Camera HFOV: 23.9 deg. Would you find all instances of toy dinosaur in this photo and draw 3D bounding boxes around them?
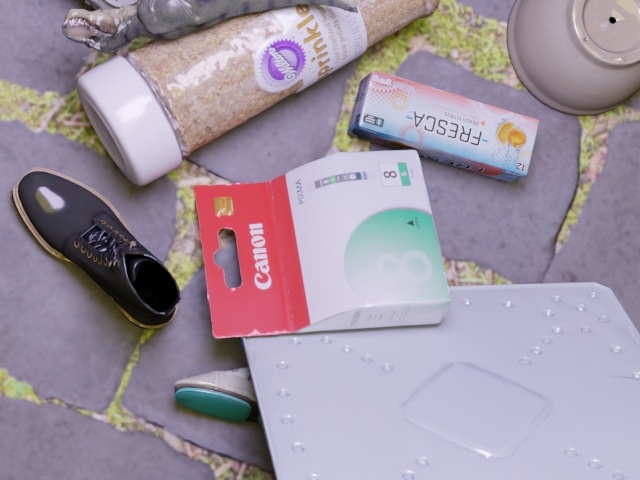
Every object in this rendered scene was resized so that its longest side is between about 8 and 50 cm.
[{"bbox_3d":[-0.107,-0.245,1.392,0.268,0.064,0.118,-9,92,-2],"label":"toy dinosaur"}]

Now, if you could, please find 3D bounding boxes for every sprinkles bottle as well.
[{"bbox_3d":[-0.058,-0.191,1.471,0.355,0.121,0.121,-32,92,-13],"label":"sprinkles bottle"}]

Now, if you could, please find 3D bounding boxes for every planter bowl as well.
[{"bbox_3d":[0.284,-0.216,1.550,0.162,0.109,0.162,1,85,-12],"label":"planter bowl"}]

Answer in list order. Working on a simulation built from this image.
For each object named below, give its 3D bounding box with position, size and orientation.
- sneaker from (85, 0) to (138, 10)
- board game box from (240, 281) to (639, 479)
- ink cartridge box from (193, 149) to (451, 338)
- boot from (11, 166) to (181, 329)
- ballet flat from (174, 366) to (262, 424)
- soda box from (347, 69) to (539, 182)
[{"bbox_3d":[-0.216,-0.267,1.440,0.262,0.099,0.121,3,93,-26],"label":"sneaker"},{"bbox_3d":[0.139,0.170,1.373,0.389,0.390,0.050,-2,122,-12],"label":"board game box"},{"bbox_3d":[0.000,0.000,1.463,0.224,0.056,0.181,-2,57,-13],"label":"ink cartridge box"},{"bbox_3d":[-0.202,-0.001,1.415,0.198,0.137,0.077,40,78,-5],"label":"boot"},{"bbox_3d":[-0.062,0.153,1.481,0.168,0.057,0.052,18,54,-13],"label":"ballet flat"},{"bbox_3d":[0.124,-0.114,1.533,0.183,0.058,0.063,16,82,-9],"label":"soda box"}]
